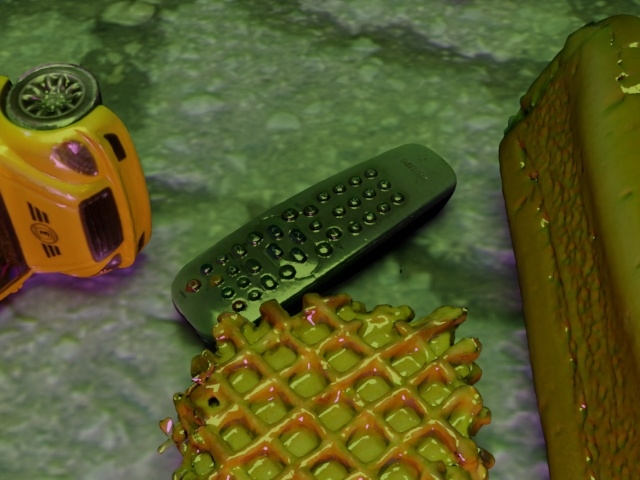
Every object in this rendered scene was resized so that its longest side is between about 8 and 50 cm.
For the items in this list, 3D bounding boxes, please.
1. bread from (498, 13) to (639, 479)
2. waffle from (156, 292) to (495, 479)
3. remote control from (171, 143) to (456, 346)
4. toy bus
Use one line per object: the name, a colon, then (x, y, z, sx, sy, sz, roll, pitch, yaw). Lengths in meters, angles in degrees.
bread: (0.198, 0.033, 0.675, 0.112, 0.166, 0.383, 15, 48, -19)
waffle: (0.002, 0.117, 0.663, 0.197, 0.070, 0.193, -5, 50, 0)
remote control: (0.000, 0.000, 0.776, 0.222, 0.042, 0.072, -31, 56, -22)
toy bus: (-0.284, -0.050, 0.756, 0.330, 0.144, 0.152, 17, 52, 16)
